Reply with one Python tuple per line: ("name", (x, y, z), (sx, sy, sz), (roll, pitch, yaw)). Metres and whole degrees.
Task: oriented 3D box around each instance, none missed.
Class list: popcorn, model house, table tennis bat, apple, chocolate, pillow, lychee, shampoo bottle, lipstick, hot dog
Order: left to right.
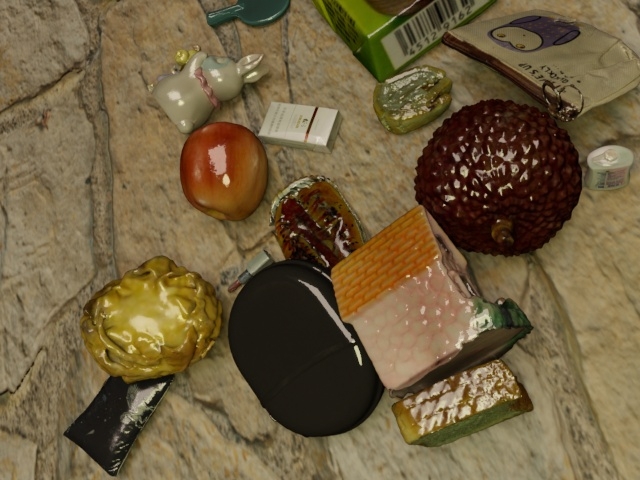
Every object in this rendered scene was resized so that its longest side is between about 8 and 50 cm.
("pillow", (-0.371, 0.312, 1.272), (0.141, 0.055, 0.208), (29, 78, 24))
("popcorn", (-0.298, 0.141, 1.238), (0.250, 0.190, 0.250), (1, 47, -1))
("apple", (-0.185, -0.129, 1.324), (0.199, 0.199, 0.199), (-7, 68, 16))
("table tennis bat", (-0.165, -0.529, 1.548), (0.201, 0.033, 0.124), (-15, 64, 10))
("lipstick", (-0.137, 0.064, 1.309), (0.107, 0.025, 0.025), (-43, 62, 6))
("hot dog", (0.000, 0.000, 1.256), (0.163, 0.082, 0.270), (-28, 62, 5))
("chocolate", (0.152, -0.519, 1.375), (0.301, 0.137, 0.288), (-35, 62, 3))
("model house", (0.171, 0.088, 1.056), (0.202, 0.237, 0.237), (-41, 64, 24))
("lychee", (0.281, -0.091, 1.091), (0.264, 0.264, 0.300), (-5, 42, 17))
("shampoo bottle", (0.477, -0.121, 1.129), (0.072, 0.099, 0.043), (-5, 68, 17))

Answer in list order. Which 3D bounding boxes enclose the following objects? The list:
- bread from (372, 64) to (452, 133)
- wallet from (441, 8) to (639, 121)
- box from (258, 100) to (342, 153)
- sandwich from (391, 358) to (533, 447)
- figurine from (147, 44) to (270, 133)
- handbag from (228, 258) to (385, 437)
("bread", (0.178, -0.275, 1.312), (0.156, 0.064, 0.117), (-26, 65, 9))
("wallet", (0.398, -0.322, 1.188), (0.275, 0.068, 0.335), (-20, 46, -27))
("box", (-0.041, -0.231, 1.383), (0.154, 0.040, 0.084), (12, 71, 22))
("sandwich", (0.213, 0.245, 1.010), (0.186, 0.214, 0.065), (-25, 65, 9))
("figurine", (-0.237, -0.344, 1.455), (0.235, 0.127, 0.155), (-37, 53, -4))
("handbag", (-0.030, 0.182, 1.142), (0.254, 0.093, 0.308), (-42, 74, 20))
